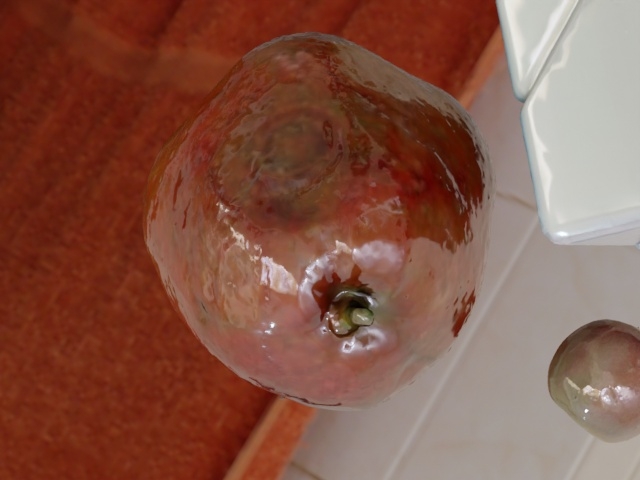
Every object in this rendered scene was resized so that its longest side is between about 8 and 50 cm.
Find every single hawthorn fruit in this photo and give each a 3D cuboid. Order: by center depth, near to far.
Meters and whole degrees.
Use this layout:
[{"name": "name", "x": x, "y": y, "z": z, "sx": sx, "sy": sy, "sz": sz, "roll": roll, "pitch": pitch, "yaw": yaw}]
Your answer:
[{"name": "hawthorn fruit", "x": 0.000, "y": 0.000, "z": 0.844, "sx": 0.224, "sy": 0.224, "sz": 0.261, "roll": 33, "pitch": -158, "yaw": -18}]

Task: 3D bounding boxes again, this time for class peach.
[{"name": "peach", "x": 0.193, "y": 0.093, "z": 0.948, "sx": 0.083, "sy": 0.083, "sz": 0.083, "roll": 30, "pitch": 174, "yaw": 4}]

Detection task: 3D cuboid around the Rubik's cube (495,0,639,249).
[{"name": "Rubik's cube", "x": 0.300, "y": -0.179, "z": 0.803, "sx": 0.319, "sy": 0.321, "sz": 0.316, "roll": -16, "pitch": 172, "yaw": 36}]
